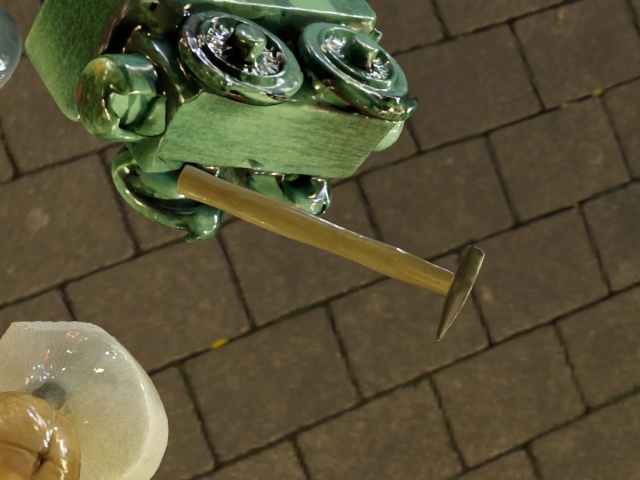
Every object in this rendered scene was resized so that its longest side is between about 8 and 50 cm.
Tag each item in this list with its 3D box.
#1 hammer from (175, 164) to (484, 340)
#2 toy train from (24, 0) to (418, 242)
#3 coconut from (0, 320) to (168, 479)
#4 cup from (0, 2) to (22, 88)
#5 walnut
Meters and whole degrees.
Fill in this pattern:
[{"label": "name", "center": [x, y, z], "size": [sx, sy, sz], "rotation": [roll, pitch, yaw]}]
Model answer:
[{"label": "hammer", "center": [0.000, 0.000, 0.784], "size": [0.199, 0.013, 0.062], "rotation": [21, 92, 8]}, {"label": "toy train", "center": [-0.074, -0.133, 0.975], "size": [0.299, 0.167, 0.238], "rotation": [-3, 48, -46]}, {"label": "coconut", "center": [-0.315, 0.213, 1.520], "size": [0.245, 0.247, 0.245], "rotation": [-1, 71, 2]}, {"label": "cup", "center": [-0.263, -0.164, 0.658], "size": [0.199, 0.199, 0.150], "rotation": [-11, 129, -21]}, {"label": "walnut", "center": [-0.338, 0.239, 1.303], "size": [0.165, 0.197, 0.165], "rotation": [9, 77, -42]}]
